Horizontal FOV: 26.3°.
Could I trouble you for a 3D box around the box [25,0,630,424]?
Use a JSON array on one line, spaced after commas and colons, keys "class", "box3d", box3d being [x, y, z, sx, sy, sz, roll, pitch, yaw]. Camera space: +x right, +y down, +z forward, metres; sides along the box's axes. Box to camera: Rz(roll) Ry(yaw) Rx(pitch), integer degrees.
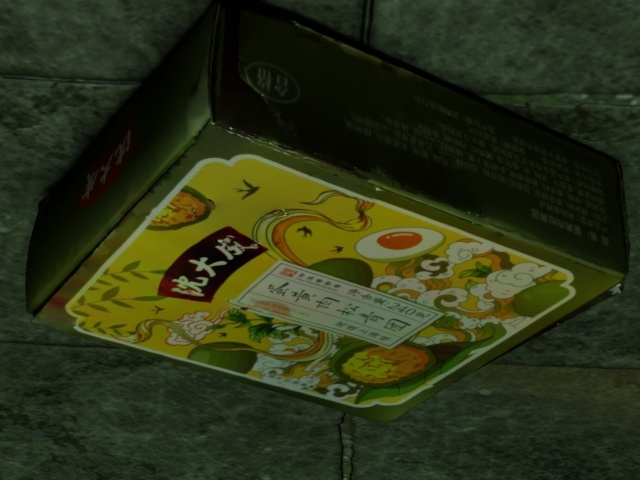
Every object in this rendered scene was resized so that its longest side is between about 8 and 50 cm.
[{"class": "box", "box3d": [0.000, 0.000, 1.224, 0.420, 0.138, 0.373, 19, 145, -26]}]
